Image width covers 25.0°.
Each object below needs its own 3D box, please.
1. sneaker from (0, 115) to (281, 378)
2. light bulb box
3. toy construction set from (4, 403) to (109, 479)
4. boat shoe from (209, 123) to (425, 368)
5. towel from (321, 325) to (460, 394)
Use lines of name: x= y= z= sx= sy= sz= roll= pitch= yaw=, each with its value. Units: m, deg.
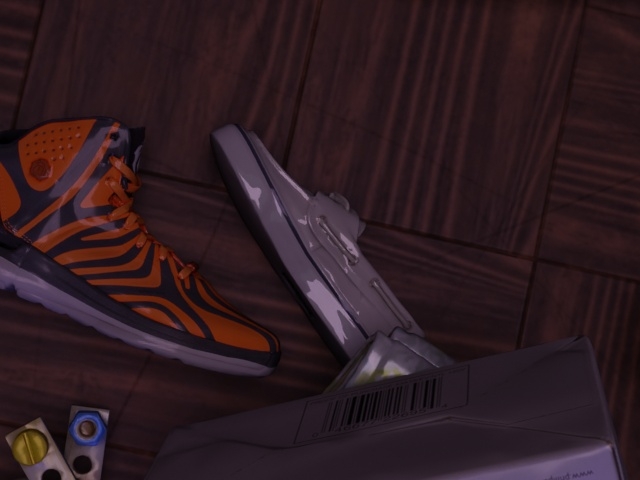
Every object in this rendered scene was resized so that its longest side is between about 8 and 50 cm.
sneaker: x=-0.162 y=-0.006 z=1.260 sx=0.321 sy=0.124 sz=0.180 roll=24 pitch=85 yaw=-4
light bulb box: x=0.078 y=0.305 z=1.075 sx=0.358 sy=0.225 sz=0.361 roll=-13 pitch=103 yaw=11
toy construction set: x=-0.240 y=0.319 z=1.228 sx=0.215 sy=0.151 sz=0.327 roll=-17 pitch=77 yaw=-7
boat shoe: x=0.000 y=0.000 z=1.292 sx=0.088 sy=0.096 sz=0.267 roll=-34 pitch=91 yaw=-11
towel: x=0.101 y=0.292 z=1.228 sx=0.374 sy=0.090 sz=0.320 roll=37 pitch=108 yaw=-3
